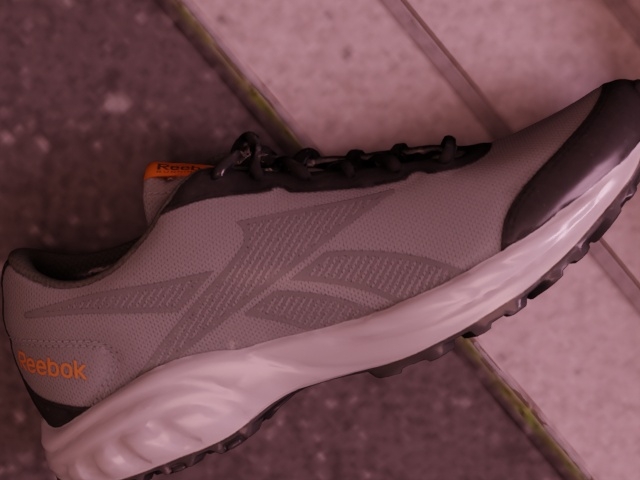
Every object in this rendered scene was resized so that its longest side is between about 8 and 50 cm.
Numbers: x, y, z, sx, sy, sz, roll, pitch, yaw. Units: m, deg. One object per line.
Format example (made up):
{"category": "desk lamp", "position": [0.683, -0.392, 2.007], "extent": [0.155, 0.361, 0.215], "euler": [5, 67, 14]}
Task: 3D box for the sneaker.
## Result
{"category": "sneaker", "position": [0.000, 0.000, 0.627], "extent": [0.271, 0.100, 0.108], "euler": [-25, 95, 9]}
